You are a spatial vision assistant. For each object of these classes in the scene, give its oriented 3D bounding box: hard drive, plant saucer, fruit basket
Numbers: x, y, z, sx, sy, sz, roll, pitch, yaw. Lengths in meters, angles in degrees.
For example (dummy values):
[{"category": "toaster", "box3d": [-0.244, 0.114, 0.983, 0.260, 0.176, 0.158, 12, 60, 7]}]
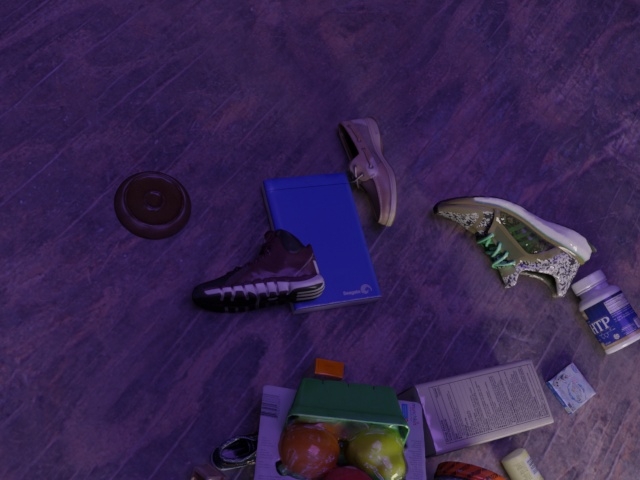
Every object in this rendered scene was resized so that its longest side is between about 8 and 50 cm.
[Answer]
[{"category": "hard drive", "box3d": [0.000, 0.000, 1.825, 0.210, 0.040, 0.318, -7, 69, -22]}, {"category": "plant saucer", "box3d": [-0.365, -0.084, 1.748, 0.169, 0.029, 0.168, 8, 65, -16]}, {"category": "fruit basket", "box3d": [0.039, 0.440, 1.491, 0.327, 0.165, 0.353, 6, 51, -5]}]

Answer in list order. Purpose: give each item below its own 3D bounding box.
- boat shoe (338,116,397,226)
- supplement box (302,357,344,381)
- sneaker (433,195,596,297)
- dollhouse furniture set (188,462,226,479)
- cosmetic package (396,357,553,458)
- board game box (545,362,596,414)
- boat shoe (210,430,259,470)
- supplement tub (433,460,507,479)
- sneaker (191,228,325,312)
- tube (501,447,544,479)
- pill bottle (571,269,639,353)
[{"category": "boat shoe", "box3d": [0.110, -0.164, 1.906, 0.098, 0.109, 0.302, -4, 62, -15]}, {"category": "supplement box", "box3d": [0.004, 0.282, 1.662, 0.062, 0.098, 0.036, 12, 60, -12]}, {"category": "sneaker", "box3d": [0.457, 0.018, 1.927, 0.410, 0.158, 0.182, 21, 79, -3]}, {"category": "dollhouse furniture set", "box3d": [-0.190, 0.543, 1.511, 0.101, 0.161, 0.181, 17, 97, -51]}, {"category": "cosmetic package", "box3d": [0.327, 0.364, 1.718, 0.296, 0.129, 0.153, -7, 70, -22]}, {"category": "board game box", "box3d": [0.589, 0.348, 1.876, 0.090, 0.020, 0.090, -29, 78, -27]}, {"category": "boat shoe", "box3d": [-0.122, 0.407, 1.570, 0.183, 0.083, 0.065, -13, 71, -24]}, {"category": "supplement tub", "box3d": [0.258, 0.600, 1.522, 0.194, 0.193, 0.316, 26, 61, -6]}, {"category": "sneaker", "box3d": [-0.140, 0.058, 1.709, 0.282, 0.106, 0.162, -5, 64, -12]}, {"category": "tube", "box3d": [0.475, 0.569, 1.718, 0.070, 0.062, 0.240, -32, 82, 14]}, {"category": "pill bottle", "box3d": [0.697, 0.171, 1.942, 0.112, 0.112, 0.186, -22, 74, -26]}]
